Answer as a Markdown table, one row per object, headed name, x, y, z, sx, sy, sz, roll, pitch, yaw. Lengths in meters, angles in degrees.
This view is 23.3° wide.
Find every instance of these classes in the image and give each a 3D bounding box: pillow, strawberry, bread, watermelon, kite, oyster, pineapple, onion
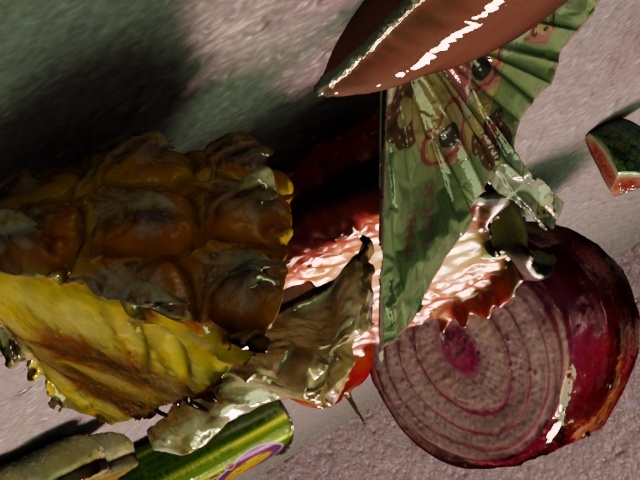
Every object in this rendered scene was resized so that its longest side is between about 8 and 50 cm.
| name | x | y | z | sx | sy | sz | roll | pitch | yaw |
| --- | --- | --- | --- | --- | --- | --- | --- | --- | --- |
| pillow | 0.092 | -0.148 | 0.832 | 0.171 | 0.075 | 0.179 | -28 | 173 | -45 |
| strawberry | 0.000 | 0.000 | 1.149 | 0.306 | 0.138 | 0.233 | -22 | 147 | 17 |
| bread | -0.297 | 0.256 | 1.598 | 0.207 | 0.056 | 0.286 | -35 | 169 | 31 |
| watermelon | 0.337 | -0.095 | 1.716 | 0.092 | 0.084 | 0.072 | -8 | 167 | -32 |
| kite | 0.102 | -0.078 | 0.991 | 0.323 | 0.013 | 0.268 | -58 | 139 | -14 |
| oyster | -0.027 | 0.077 | 0.993 | 0.191 | 0.081 | 0.163 | -31 | -177 | -6 |
| pineapple | -0.117 | 0.000 | 0.851 | 0.334 | 0.158 | 0.161 | 138 | -28 | -71 |
| onion | 0.241 | 0.115 | 1.836 | 0.260 | 0.282 | 0.336 | -16 | 161 | -44 |

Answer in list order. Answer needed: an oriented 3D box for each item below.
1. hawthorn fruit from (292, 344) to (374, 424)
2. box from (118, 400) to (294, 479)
| name | x | y | z | sx | sy | sz | roll | pitch | yaw |
| --- | --- | --- | --- | --- | --- | --- | --- | --- | --- |
| hawthorn fruit | -0.001 | 0.122 | 1.662 | 0.125 | 0.140 | 0.125 | -32 | -158 | 15 |
| box | -0.203 | 0.301 | 1.943 | 0.345 | 0.097 | 0.134 | -25 | 166 | -28 |
